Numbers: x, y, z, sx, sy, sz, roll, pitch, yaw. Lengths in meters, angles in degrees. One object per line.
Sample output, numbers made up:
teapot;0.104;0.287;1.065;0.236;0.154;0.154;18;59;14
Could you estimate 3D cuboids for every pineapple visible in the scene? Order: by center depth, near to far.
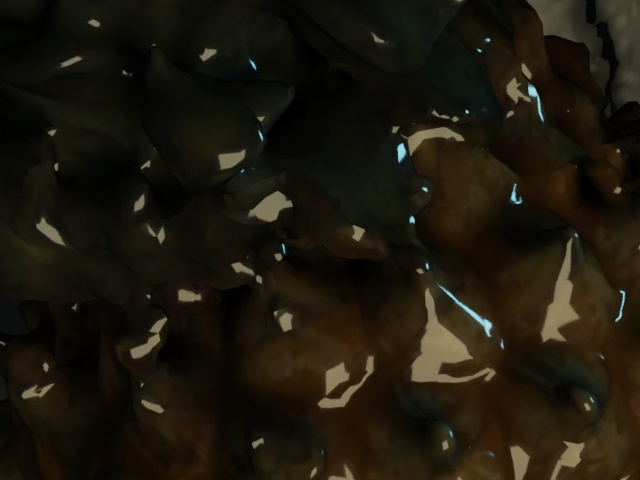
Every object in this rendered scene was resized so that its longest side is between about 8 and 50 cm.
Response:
pineapple;0.001;0.000;0.409;0.223;0.223;0.357;-32;123;-9
